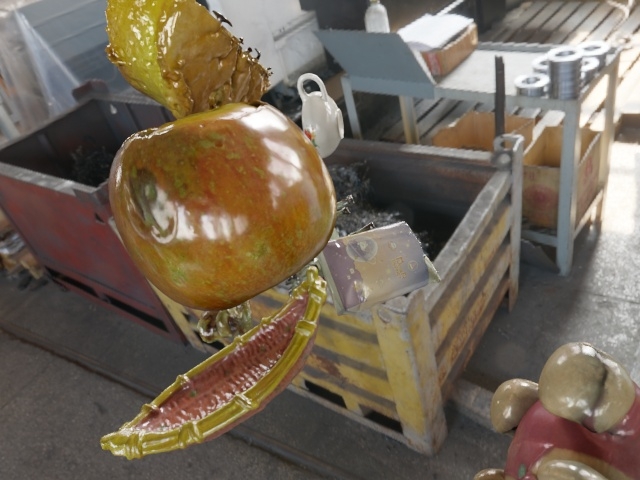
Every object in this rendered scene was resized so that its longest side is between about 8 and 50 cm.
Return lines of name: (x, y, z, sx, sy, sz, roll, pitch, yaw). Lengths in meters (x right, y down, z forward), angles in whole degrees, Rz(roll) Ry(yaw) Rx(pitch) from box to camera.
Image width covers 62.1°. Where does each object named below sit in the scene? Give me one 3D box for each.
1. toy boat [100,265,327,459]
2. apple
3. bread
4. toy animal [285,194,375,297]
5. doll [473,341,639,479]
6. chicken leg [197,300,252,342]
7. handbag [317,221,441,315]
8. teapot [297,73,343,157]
toy boat: (-0.107, 0.163, 0.649, 0.318, 0.099, 0.141, -38, 25, -11)
apple: (-0.105, -0.043, 0.539, 0.237, 0.207, 0.237, -33, 8, 5)
bread: (-0.176, -0.229, 0.699, 0.160, 0.260, 0.147, 33, 96, 11)
toy animal: (0.002, 0.005, 0.914, 0.176, 0.073, 0.217, -23, 33, -5)
doll: (0.139, 0.202, 0.322, 0.152, 0.196, 0.256, 6, 63, 41)
chicken leg: (-0.147, 0.023, 0.998, 0.140, 0.211, 0.361, -31, 57, 40)
handbag: (0.090, 0.040, 0.825, 0.173, 0.095, 0.117, -16, 78, -14)
teapot: (0.000, -0.268, 1.192, 0.092, 0.226, 0.145, -4, 39, 10)
